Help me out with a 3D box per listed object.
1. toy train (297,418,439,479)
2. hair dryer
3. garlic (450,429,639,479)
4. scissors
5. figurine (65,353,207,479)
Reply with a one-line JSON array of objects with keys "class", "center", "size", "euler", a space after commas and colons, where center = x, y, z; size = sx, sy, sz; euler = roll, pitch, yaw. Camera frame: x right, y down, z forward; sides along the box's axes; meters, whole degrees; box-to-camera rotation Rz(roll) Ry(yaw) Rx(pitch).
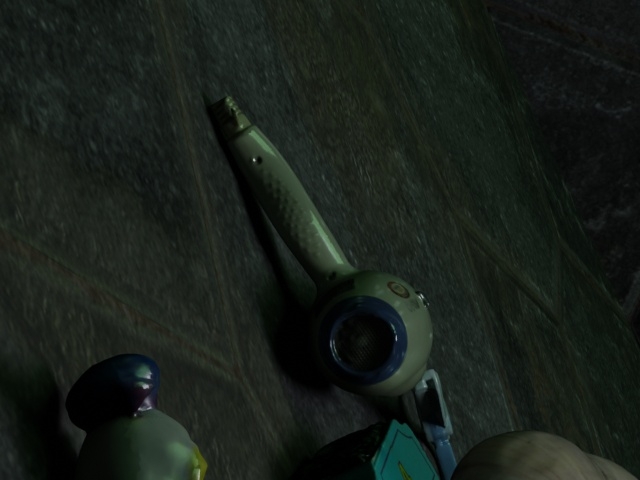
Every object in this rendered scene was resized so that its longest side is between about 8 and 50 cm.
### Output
[{"class": "toy train", "center": [0.050, 0.235, 1.530], "size": [0.154, 0.107, 0.198], "euler": [59, 16, -5]}, {"class": "hair dryer", "center": [0.018, 0.026, 1.741], "size": [0.298, 0.119, 0.296], "euler": [61, 6, 22]}, {"class": "garlic", "center": [0.222, 0.332, 1.721], "size": [0.322, 0.241, 0.322], "euler": [19, 36, -14]}, {"class": "scissors", "center": [0.110, 0.169, 1.847], "size": [0.256, 0.030, 0.125], "euler": [72, 1, -69]}, {"class": "figurine", "center": [-0.068, 0.180, 1.060], "size": [0.283, 0.204, 0.338], "euler": [23, 29, -34]}]
